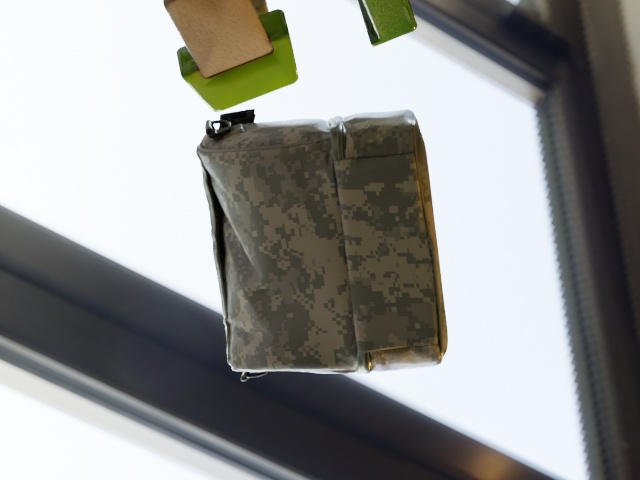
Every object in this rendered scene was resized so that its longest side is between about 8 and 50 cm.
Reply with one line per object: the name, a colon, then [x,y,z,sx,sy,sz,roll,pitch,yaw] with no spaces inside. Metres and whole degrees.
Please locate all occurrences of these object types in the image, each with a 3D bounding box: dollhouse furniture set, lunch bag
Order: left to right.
dollhouse furniture set: [-0.058,-0.284,1.510,0.197,0.151,0.302,-21,-133,8]
lunch bag: [0.000,0.000,2.061,0.212,0.256,0.305,-101,-176,-78]
